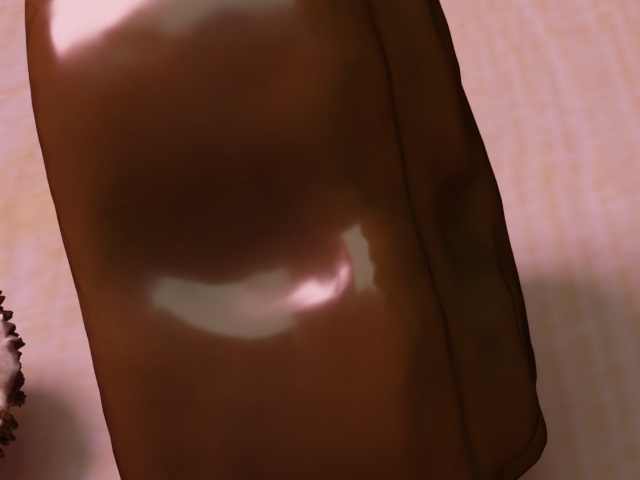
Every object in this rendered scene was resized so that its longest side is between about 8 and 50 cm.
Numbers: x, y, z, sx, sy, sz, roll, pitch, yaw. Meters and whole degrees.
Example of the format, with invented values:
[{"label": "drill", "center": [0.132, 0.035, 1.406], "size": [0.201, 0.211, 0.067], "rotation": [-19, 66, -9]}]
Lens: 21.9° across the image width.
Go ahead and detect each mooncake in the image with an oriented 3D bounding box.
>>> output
[{"label": "mooncake", "center": [0.000, 0.000, 0.515], "size": [0.117, 0.235, 0.235], "rotation": [-15, 37, 10]}]

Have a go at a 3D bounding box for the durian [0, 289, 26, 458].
[{"label": "durian", "center": [-0.173, 0.062, 0.624], "size": [0.140, 0.071, 0.110], "rotation": [9, 48, 13]}]
